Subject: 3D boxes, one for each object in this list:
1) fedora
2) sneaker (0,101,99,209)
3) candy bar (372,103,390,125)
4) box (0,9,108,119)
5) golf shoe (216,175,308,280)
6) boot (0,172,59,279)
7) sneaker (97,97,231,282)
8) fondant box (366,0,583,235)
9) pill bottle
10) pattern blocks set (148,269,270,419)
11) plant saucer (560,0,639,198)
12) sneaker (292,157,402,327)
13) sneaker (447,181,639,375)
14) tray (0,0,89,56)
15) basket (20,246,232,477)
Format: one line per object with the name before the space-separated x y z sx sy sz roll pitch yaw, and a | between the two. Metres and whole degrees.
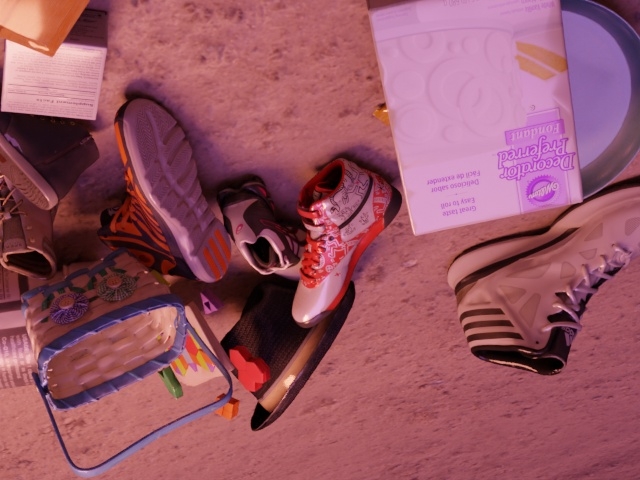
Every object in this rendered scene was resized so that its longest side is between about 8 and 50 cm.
fedora | -0.080 0.169 1.921 0.152 0.334 0.334 33 135 -3
sneaker | -0.413 -0.160 1.531 0.083 0.118 0.222 -7 127 50
candy bar | 0.147 -0.216 1.596 0.161 0.018 0.040 -31 138 30
box | -0.346 -0.231 1.436 0.126 0.072 0.137 4 142 -17
golf shoe | -0.081 0.015 1.786 0.105 0.120 0.273 -23 143 17
boot | -0.446 -0.052 1.583 0.077 0.165 0.213 -20 143 15
sneaker | -0.269 -0.062 1.640 0.180 0.124 0.321 2 128 29
fondant box | 0.207 -0.189 1.468 0.238 0.096 0.330 -12 119 5
pill bottle | -0.526 0.141 1.788 0.361 0.204 0.204 -7 145 -12
pattern blocks set | -0.224 0.180 1.885 0.026 0.285 0.325 -33 174 -35
plant saucer | 0.306 -0.192 1.545 0.318 0.043 0.317 0 117 0
sneaker | 0.000 -0.001 1.732 0.145 0.090 0.270 31 97 -37
sneaker | 0.443 0.088 1.863 0.447 0.257 0.169 -24 141 21
tray | -0.288 -0.394 1.189 0.203 0.076 0.411 19 129 -33
basket | -0.300 0.174 1.611 0.255 0.289 0.201 -27 156 -21
